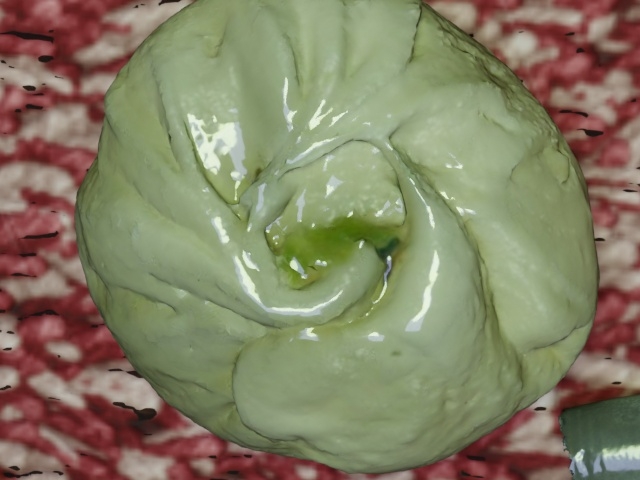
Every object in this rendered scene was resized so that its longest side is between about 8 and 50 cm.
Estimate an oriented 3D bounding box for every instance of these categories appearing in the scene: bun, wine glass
[{"bbox_3d":[0.000,0.000,0.722,0.259,0.160,0.259,2,105,9],"label":"bun"},{"bbox_3d":[0.220,0.098,0.759,0.198,0.066,0.066,-8,101,9],"label":"wine glass"}]
